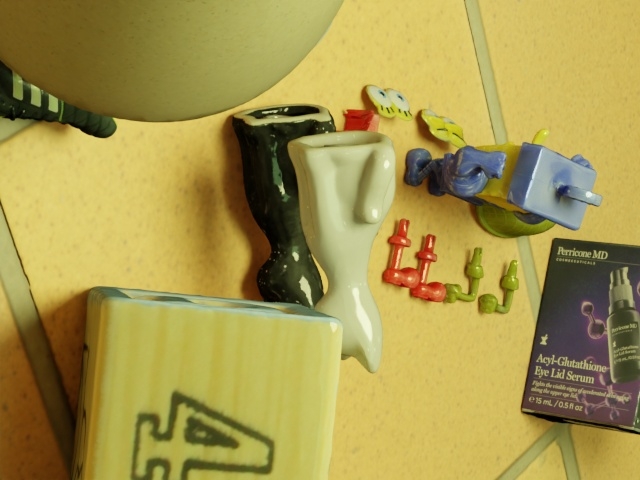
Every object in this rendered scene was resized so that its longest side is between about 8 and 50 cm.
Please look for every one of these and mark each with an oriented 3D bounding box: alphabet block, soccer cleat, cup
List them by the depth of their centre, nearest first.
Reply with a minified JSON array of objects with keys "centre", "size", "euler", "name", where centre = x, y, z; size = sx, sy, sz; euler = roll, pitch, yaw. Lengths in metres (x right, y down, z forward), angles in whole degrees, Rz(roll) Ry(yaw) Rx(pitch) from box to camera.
[{"centre":[-0.093,-0.265,1.291],"size":[0.331,0.237,0.331],"euler":[3,82,-19],"name":"cup"},{"centre":[-0.236,-0.119,1.478],"size":[0.179,0.060,0.072],"euler":[37,76,-39],"name":"soccer cleat"},{"centre":[-0.098,0.146,1.518],"size":[0.193,0.192,0.197],"euler":[6,91,-9],"name":"alphabet block"}]

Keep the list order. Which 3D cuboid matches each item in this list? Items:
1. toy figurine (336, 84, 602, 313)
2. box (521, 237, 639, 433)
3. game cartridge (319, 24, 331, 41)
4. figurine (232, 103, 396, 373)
[{"centre":[0.197,-0.024,1.874],"size":[0.362,0.217,0.191],"euler":[22,78,-48],"name":"toy figurine"},{"centre":[0.331,0.109,2.101],"size":[0.108,0.153,0.207],"euler":[18,80,-49],"name":"box"},{"centre":[-0.020,-0.203,1.750],"size":[0.083,0.017,0.056],"euler":[-46,131,-36],"name":"game cartridge"},{"centre":[0.000,0.000,1.658],"size":[0.092,0.215,0.209],"euler":[-9,107,-22],"name":"figurine"}]
